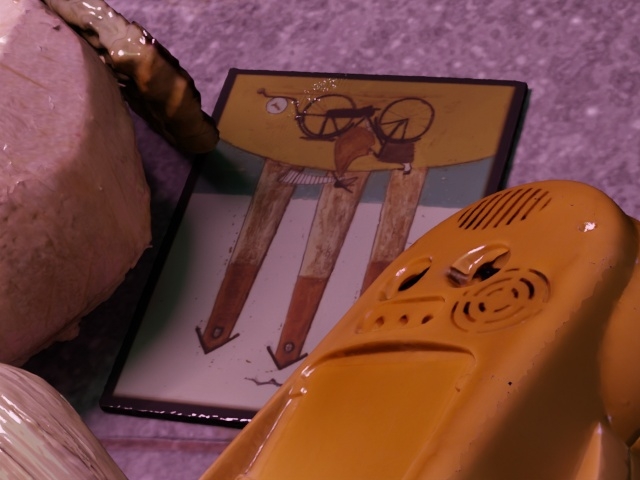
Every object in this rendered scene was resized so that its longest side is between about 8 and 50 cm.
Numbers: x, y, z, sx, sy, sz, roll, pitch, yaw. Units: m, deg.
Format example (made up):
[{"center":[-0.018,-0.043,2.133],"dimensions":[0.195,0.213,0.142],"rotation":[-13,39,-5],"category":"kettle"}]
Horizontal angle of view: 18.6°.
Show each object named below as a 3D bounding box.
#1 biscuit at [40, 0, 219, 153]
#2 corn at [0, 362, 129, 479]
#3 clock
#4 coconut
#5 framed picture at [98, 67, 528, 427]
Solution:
[{"center":[-0.153,-0.139,1.462],"dimensions":[0.036,0.187,0.273],"rotation":[-45,42,-5],"category":"biscuit"},{"center":[-0.128,0.200,1.164],"dimensions":[0.305,0.123,0.122],"rotation":[45,30,11],"category":"corn"},{"center":[0.103,0.104,1.159],"dimensions":[0.244,0.200,0.317],"rotation":[-3,45,48],"category":"clock"},{"center":[-0.267,-0.039,1.368],"dimensions":[0.297,0.254,0.297],"rotation":[-9,57,14],"category":"coconut"},{"center":[0.000,0.000,1.415],"dimensions":[0.244,0.013,0.324],"rotation":[4,53,21],"category":"framed picture"}]
